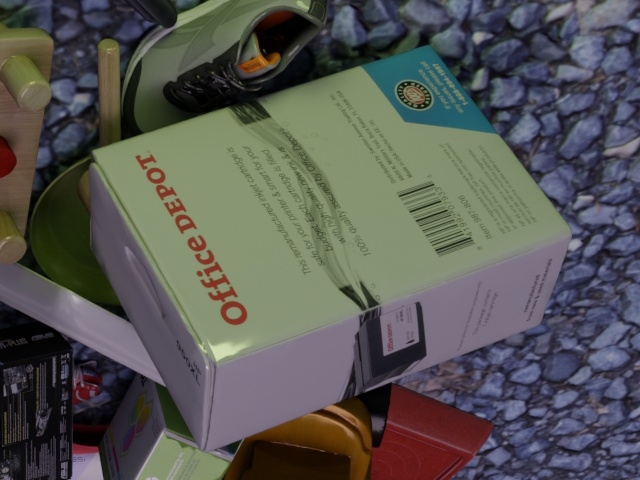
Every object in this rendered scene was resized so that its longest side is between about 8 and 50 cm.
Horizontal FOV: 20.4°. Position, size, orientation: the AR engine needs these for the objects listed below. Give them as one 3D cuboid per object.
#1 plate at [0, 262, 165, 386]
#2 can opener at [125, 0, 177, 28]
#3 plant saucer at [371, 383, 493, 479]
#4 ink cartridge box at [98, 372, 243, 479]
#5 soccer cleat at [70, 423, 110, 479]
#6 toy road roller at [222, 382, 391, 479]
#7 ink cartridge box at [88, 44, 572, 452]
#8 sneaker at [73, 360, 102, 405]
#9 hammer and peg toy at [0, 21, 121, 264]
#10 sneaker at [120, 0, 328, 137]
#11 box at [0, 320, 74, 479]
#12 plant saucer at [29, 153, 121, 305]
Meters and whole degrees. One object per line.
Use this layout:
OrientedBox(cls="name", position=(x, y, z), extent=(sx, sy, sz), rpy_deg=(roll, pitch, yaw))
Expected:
OrientedBox(cls="plate", position=(-0.240, 0.097, 1.922), extent=(0.277, 0.278, 0.045), rpy_deg=(33, 81, -36))
OrientedBox(cls="can opener", position=(-0.202, -0.265, 1.713), extent=(0.073, 0.059, 0.186), rpy_deg=(-51, 140, -2))
OrientedBox(cls="plant saucer", position=(0.060, 0.297, 2.331), extent=(0.258, 0.047, 0.259), rpy_deg=(23, 124, -32))
OrientedBox(cls="ink cartridge box", position=(-0.152, 0.190, 2.040), extent=(0.097, 0.189, 0.255), rpy_deg=(23, 105, -19))
OrientedBox(cls="soccer cleat", position=(-0.357, 0.278, 2.187), extent=(0.318, 0.108, 0.116), rpy_deg=(-8, 115, -3))
OrientedBox(cls="toy road roller", position=(-0.041, 0.302, 2.133), extent=(0.203, 0.240, 0.329), rpy_deg=(11, 125, -4))
OrientedBox(cls="ink cartridge box", position=(0.000, 0.000, 1.772), extent=(0.395, 0.285, 0.166), rpy_deg=(-19, 146, -22))
OrientedBox(cls="sneaker", position=(-0.303, 0.156, 2.107), extent=(0.067, 0.042, 0.118), rpy_deg=(-19, 143, 11))
OrientedBox(cls="hammer and peg toy", position=(-0.349, -0.101, 1.757), extent=(0.361, 0.127, 0.266), rpy_deg=(-7, 129, -29))
OrientedBox(cls="sneaker", position=(-0.100, -0.184, 1.777), extent=(0.271, 0.108, 0.100), rpy_deg=(-39, 132, 25))
OrientedBox(cls="box", position=(-0.362, 0.196, 2.016), extent=(0.147, 0.077, 0.180), rpy_deg=(-12, 121, -29))
OrientedBox(cls="plant saucer", position=(-0.200, -0.024, 1.959), extent=(0.241, 0.037, 0.241), rpy_deg=(-6, 135, -6))
